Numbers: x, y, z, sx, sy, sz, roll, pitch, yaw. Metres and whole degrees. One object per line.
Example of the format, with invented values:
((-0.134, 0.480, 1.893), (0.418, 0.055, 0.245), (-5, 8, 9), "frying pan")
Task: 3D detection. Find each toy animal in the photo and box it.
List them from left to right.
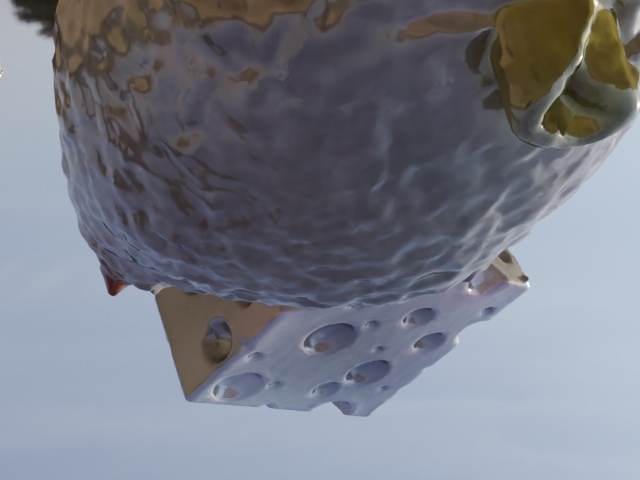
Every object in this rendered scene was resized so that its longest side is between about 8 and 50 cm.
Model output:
((0.014, -0.085, 0.428), (0.226, 0.358, 0.188), (39, -146, 0), "toy animal")

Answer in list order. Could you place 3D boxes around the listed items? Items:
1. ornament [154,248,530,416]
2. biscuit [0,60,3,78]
((0.000, 0.000, 0.994), (0.240, 0.240, 0.239), (14, -136, -43), "ornament")
((-0.427, -0.201, 1.029), (0.252, 0.052, 0.150), (19, 160, 9), "biscuit")
